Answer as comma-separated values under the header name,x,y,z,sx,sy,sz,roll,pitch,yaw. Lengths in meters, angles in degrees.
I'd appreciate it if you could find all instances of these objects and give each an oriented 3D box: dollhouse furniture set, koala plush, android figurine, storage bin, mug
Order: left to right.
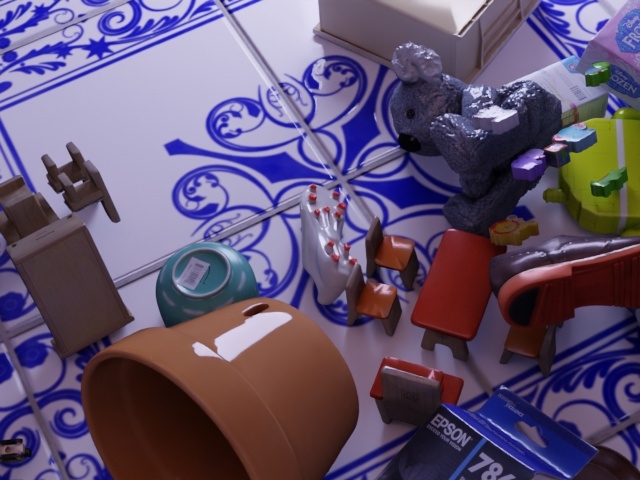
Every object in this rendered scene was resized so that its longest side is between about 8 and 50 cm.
name,x,y,z,sx,sy,sz,roll,pitch,yaw
dollhouse furniture set,-0.359,0.018,1.610,0.212,0.161,0.242,-29,35,-14
mug,-0.139,0.076,1.540,0.129,0.097,0.158,-20,55,-8
storage bin,0.164,-0.382,1.821,0.262,0.123,0.260,28,61,24
dollhouse furniture set,0.152,0.095,1.474,0.262,0.135,0.259,14,57,15
koala plush,0.182,-0.153,1.621,0.203,0.196,0.221,-42,53,-21
android figurine,0.432,-0.081,1.618,0.272,0.056,0.248,1,55,6

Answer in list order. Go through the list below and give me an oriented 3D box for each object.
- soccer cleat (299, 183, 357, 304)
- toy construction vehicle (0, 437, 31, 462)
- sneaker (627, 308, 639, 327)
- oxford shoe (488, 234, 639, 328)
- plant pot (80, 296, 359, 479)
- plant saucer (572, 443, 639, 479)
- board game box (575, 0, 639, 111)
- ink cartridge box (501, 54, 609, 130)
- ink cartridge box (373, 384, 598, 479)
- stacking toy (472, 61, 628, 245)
name,x,y,z,sx,sy,sz,roll,pitch,yaw
soccer cleat,0.000,0.000,1.604,0.068,0.076,0.196,16,34,-23
toy construction vehicle,-0.379,0.285,1.461,0.098,0.035,0.086,-9,65,3
sneaker,0.522,0.092,1.457,0.315,0.127,0.182,-13,58,5
oxford shoe,0.328,0.022,1.415,0.271,0.097,0.098,-9,39,-7
plant pot,-0.096,0.196,1.360,0.291,0.291,0.203,33,48,25
plant saucer,0.301,0.307,1.331,0.168,0.029,0.168,13,62,-26
board game box,0.559,-0.247,1.651,0.318,0.066,0.319,36,56,12
ink cartridge box,0.327,-0.195,1.713,0.122,0.052,0.088,-23,55,-12
ink cartridge box,0.126,0.295,1.303,0.333,0.065,0.165,-47,39,-10
stacking toy,0.287,-0.110,1.508,0.221,0.167,0.052,-27,29,-26
